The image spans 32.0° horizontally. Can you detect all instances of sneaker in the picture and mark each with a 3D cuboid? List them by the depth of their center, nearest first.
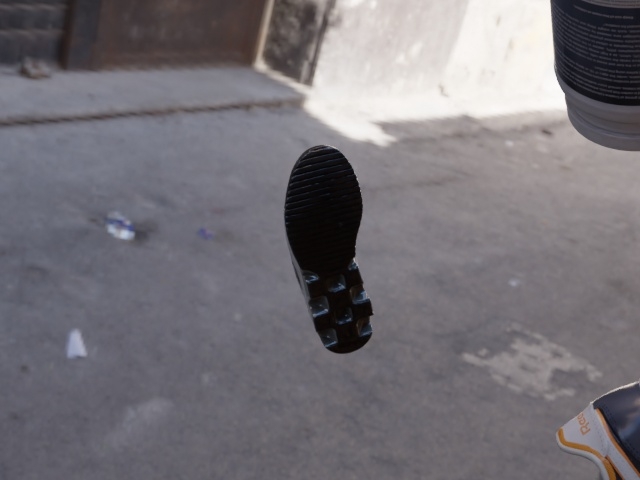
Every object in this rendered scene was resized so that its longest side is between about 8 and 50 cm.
[{"bbox_3d":[0.322,0.281,1.026,0.127,0.321,0.126,-24,5,12],"label":"sneaker"},{"bbox_3d":[0.000,0.000,1.715,0.123,0.330,0.146,-10,24,-9],"label":"sneaker"}]

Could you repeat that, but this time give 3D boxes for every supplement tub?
[{"bbox_3d":[0.351,-0.253,1.235,0.191,0.272,0.191,-8,45,8],"label":"supplement tub"}]
